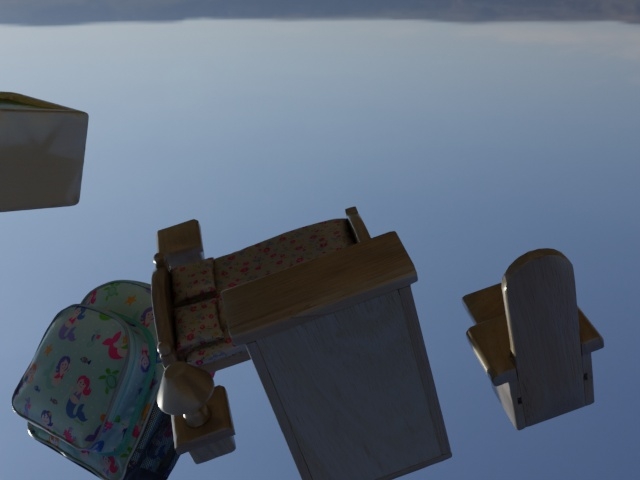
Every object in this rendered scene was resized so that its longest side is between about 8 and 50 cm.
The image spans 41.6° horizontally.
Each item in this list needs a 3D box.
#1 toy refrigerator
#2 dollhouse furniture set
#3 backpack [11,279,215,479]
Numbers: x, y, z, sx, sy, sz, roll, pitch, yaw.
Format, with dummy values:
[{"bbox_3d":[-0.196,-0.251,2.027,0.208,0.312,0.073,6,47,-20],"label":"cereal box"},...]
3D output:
[{"bbox_3d":[-0.317,-0.074,0.647,0.102,0.094,0.269,18,-164,29],"label":"toy refrigerator"},{"bbox_3d":[0.000,0.000,0.672,0.303,0.174,0.355,-19,-144,-2],"label":"dollhouse furniture set"},{"bbox_3d":[-0.266,0.179,1.127,0.225,0.253,0.191,17,161,35],"label":"backpack"}]
